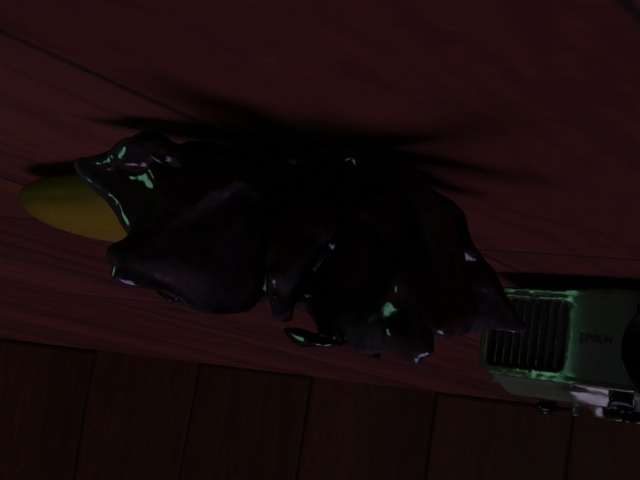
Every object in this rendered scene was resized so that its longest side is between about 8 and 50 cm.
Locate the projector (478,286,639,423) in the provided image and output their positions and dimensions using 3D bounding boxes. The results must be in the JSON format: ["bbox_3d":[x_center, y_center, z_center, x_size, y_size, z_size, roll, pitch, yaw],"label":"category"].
[{"bbox_3d":[0.248,0.085,1.005,0.269,0.088,0.193,5,174,23],"label":"projector"}]

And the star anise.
[{"bbox_3d":[0.001,0.000,0.677,0.231,0.089,0.209,10,-174,37],"label":"star anise"}]

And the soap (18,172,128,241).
[{"bbox_3d":[-0.108,-0.019,0.856,0.089,0.033,0.168,12,172,-36],"label":"soap"}]
